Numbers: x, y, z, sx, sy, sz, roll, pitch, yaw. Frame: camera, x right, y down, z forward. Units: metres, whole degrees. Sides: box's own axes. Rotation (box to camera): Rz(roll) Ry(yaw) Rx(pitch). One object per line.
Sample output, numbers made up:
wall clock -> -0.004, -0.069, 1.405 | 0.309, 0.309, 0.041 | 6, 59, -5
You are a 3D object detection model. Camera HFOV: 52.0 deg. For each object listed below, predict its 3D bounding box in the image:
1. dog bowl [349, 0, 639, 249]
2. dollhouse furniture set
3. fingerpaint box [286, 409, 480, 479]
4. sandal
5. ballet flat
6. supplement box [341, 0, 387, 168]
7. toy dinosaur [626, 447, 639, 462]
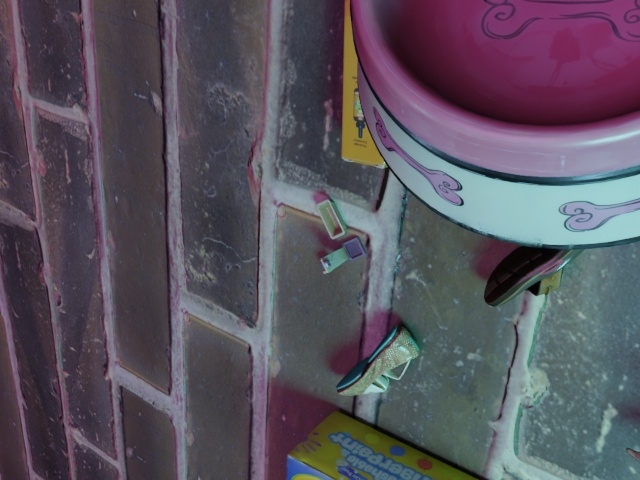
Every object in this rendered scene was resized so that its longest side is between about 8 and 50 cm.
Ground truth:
dog bowl -> 0.207, -0.207, 0.557 | 0.408, 0.150, 0.408 | -6, 72, 19
dollhouse furniture set -> 0.000, 0.000, 1.099 | 0.091, 0.081, 0.114 | -24, 93, 41
fingerpaint box -> 0.158, 0.567, 1.159 | 0.444, 0.163, 0.371 | 17, 119, 31
sandal -> 0.310, 0.033, 0.888 | 0.060, 0.090, 0.219 | 41, 124, -10
ballet flat -> 0.100, 0.225, 1.128 | 0.067, 0.073, 0.206 | 39, 133, 1
supplement box -> 0.082, -0.228, 0.946 | 0.078, 0.080, 0.233 | 17, 116, 33
toy dinosaur -> 0.524, 0.309, 0.771 | 0.295, 0.127, 0.200 | -11, 93, 30
